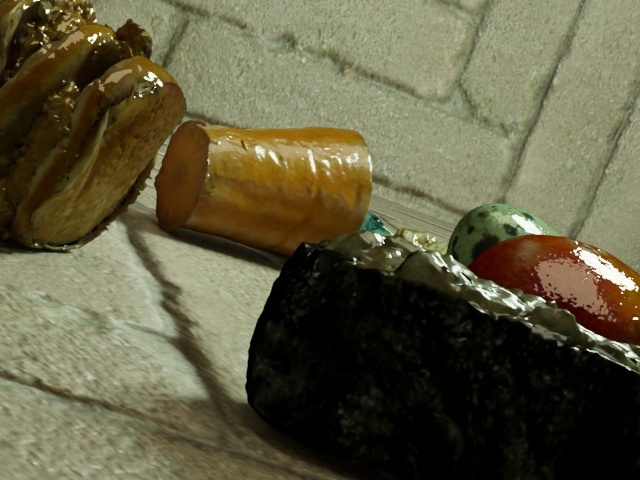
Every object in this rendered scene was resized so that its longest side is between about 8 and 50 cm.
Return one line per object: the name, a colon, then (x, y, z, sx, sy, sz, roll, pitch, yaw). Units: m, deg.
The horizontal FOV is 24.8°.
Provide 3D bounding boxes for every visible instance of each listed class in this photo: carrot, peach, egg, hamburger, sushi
carrot: (-0.082, -0.074, 1.899, 0.254, 0.196, 0.196, 11, 11, -31)
peach: (0.228, 0.106, 1.377, 0.243, 0.199, 0.243, 28, 16, -9)
egg: (0.244, 0.048, 1.866, 0.177, 0.177, 0.228, 30, -27, 50)
hamburger: (-0.276, -0.106, 1.408, 0.211, 0.260, 0.245, 37, 52, 4)
sushi: (0.117, 0.110, 1.094, 0.350, 0.171, 0.211, 24, 5, 9)

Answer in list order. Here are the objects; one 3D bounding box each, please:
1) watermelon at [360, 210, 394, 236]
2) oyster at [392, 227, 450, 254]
watermelon: (0.088, 0.027, 2.172, 0.180, 0.081, 0.094, 39, -7, 9)
oyster: (0.203, 0.059, 2.009, 0.232, 0.161, 0.107, 26, 27, -15)
